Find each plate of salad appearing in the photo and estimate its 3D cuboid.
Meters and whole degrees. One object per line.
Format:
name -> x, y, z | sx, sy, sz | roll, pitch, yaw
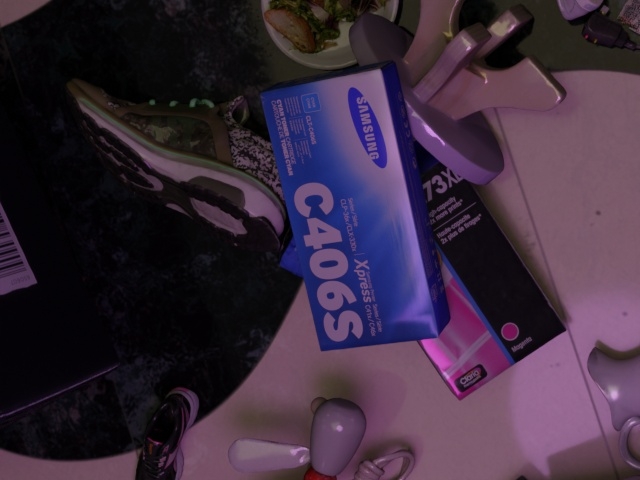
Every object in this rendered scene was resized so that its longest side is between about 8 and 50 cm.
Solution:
plate of salad -> 0.009, -0.338, 1.870 | 0.200, 0.048, 0.200 | 1, 93, 16

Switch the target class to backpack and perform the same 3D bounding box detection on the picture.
backpack -> 0.000, 0.000, 1.866 | 0.101, 0.098, 0.120 | 32, 100, 8

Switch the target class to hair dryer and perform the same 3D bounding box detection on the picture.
hair dryer -> 0.502, -0.290, 1.720 | 0.293, 0.080, 0.223 | 33, 100, 11

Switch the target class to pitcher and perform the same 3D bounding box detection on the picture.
pitcher -> 0.470, 0.205, 1.742 | 0.207, 0.125, 0.177 | -14, 99, 26

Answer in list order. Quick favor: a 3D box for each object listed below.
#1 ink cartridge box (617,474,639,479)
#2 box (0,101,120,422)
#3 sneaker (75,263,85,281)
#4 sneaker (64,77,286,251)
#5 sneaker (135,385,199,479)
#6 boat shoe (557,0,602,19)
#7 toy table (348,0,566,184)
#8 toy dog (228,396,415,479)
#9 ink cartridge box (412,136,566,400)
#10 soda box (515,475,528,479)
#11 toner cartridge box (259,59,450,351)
ink cartridge box -> 0.426, 0.361, 1.658 | 0.283, 0.207, 0.117 | -10, 91, -14
box -> -0.602, 0.073, 1.856 | 0.472, 0.297, 0.480 | -28, 85, 38
sneaker -> -0.464, 0.058, 2.003 | 0.225, 0.088, 0.092 | 18, 103, 16
sneaker -> -0.182, -0.141, 1.913 | 0.410, 0.158, 0.182 | 30, 64, 20
sneaker -> -0.237, 0.300, 1.959 | 0.072, 0.077, 0.178 | 16, 98, 15
boat shoe -> 0.320, -0.378, 1.776 | 0.063, 0.066, 0.184 | -30, 74, 48
toy table -> 0.182, -0.227, 1.746 | 0.274, 0.252, 0.161 | 44, 120, -6
toy dog -> -0.051, 0.344, 1.871 | 0.333, 0.220, 0.161 | -49, 49, 5
ink cartridge box -> 0.153, 0.013, 1.795 | 0.176, 0.069, 0.371 | -34, 91, 0
soda box -> 0.339, 0.452, 1.798 | 0.286, 0.098, 0.091 | 43, 103, 9
toner cartridge box -> 0.046, -0.040, 1.705 | 0.165, 0.075, 0.347 | -9, 102, 20
